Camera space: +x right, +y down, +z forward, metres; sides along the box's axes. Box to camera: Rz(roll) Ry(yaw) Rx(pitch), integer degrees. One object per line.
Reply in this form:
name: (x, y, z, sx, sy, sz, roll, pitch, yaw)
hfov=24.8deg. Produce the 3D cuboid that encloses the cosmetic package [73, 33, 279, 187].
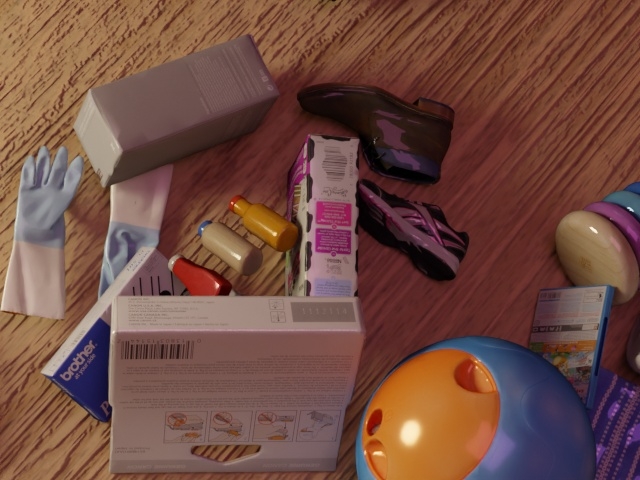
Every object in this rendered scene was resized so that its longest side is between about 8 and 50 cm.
cosmetic package: (-0.186, -0.166, 1.872, 0.238, 0.127, 0.107, -20, 79, -27)

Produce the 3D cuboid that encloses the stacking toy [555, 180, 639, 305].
stacking toy: (0.480, -0.048, 1.980, 0.330, 0.141, 0.141, -32, 82, -23)

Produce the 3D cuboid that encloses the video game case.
video game case: (0.320, 0.140, 1.901, 0.015, 0.119, 0.166, 28, 68, -36)

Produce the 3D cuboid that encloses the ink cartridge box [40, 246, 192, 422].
ink cartridge box: (-0.245, 0.117, 1.824, 0.097, 0.046, 0.207, 45, 71, -24)

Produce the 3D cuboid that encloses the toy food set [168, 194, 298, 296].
toy food set: (-0.129, 0.061, 1.828, 0.104, 0.111, 0.232, 35, 111, 37)

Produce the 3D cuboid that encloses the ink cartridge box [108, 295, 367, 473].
ink cartridge box: (-0.110, 0.178, 1.772, 0.296, 0.261, 0.066, 1, 43, -10)

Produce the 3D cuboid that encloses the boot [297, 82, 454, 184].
boot: (0.073, -0.144, 1.952, 0.219, 0.082, 0.106, 9, 71, -9)

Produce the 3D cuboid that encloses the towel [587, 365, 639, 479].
towel: (0.448, 0.328, 1.907, 0.336, 0.040, 0.243, 26, 73, -2)

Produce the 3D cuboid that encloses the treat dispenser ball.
treat dispenser ball: (0.186, 0.258, 1.750, 0.288, 0.288, 0.288, 3, 74, -9)

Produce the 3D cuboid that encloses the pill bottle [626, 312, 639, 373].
pill bottle: (0.570, 0.162, 1.907, 0.301, 0.169, 0.169, 29, 72, -1)

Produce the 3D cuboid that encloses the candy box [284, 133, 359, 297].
candy box: (0.000, 0.000, 1.857, 0.071, 0.159, 0.233, 3, 74, -10)

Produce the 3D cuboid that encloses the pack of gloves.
pack of gloves: (-0.302, -0.003, 1.879, 0.195, 0.046, 0.232, 11, 75, -19)

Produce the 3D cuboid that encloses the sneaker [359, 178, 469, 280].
sneaker: (0.122, -0.025, 1.943, 0.178, 0.072, 0.077, 41, 60, -5)
